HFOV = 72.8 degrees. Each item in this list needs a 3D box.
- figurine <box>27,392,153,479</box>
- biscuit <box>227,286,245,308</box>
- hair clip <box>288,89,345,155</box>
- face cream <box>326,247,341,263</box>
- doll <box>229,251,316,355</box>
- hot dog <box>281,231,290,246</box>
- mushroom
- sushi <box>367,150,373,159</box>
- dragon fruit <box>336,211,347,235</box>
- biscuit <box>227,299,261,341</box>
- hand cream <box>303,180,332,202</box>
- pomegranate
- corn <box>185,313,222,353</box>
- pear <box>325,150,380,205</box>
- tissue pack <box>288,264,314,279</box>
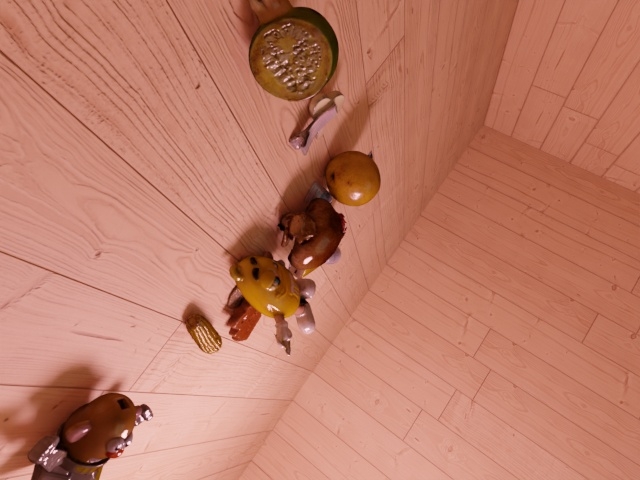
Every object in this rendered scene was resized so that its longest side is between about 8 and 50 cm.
[{"bbox_3d":[-0.577,0.505,1.091,0.285,0.167,0.342,-52,-178,5],"label":"figurine"},{"bbox_3d":[-0.286,0.194,1.542,0.120,0.015,0.120,-48,158,-26],"label":"biscuit"},{"bbox_3d":[-0.004,-0.357,1.316,0.218,0.071,0.159,-51,162,-3],"label":"hair clip"},{"bbox_3d":[0.042,0.066,2.012,0.095,0.091,0.091,-16,135,-50],"label":"face cream"},{"bbox_3d":[-0.137,0.199,1.509,0.161,0.348,0.423,-27,178,18],"label":"doll"},{"bbox_3d":[-0.126,-0.005,1.615,0.037,0.021,0.083,-36,150,-43],"label":"hot dog"},{"bbox_3d":[-0.030,-0.021,1.538,0.283,0.195,0.263,9,106,-61],"label":"mushroom"},{"bbox_3d":[0.196,-0.272,1.943,0.210,0.040,0.193,-55,160,-8],"label":"sushi"},{"bbox_3d":[0.032,-0.045,1.777,0.166,0.136,0.133,-42,173,16],"label":"dragon fruit"},{"bbox_3d":[-0.272,0.281,1.651,0.284,0.043,0.306,-45,162,-50],"label":"biscuit"},{"bbox_3d":[-0.002,-0.168,1.636,0.142,0.053,0.084,14,108,-58],"label":"hand cream"},{"bbox_3d":[-0.076,-0.431,0.945,0.190,0.241,0.159,-46,-154,36],"label":"pomegranate"},{"bbox_3d":[-0.379,0.303,1.403,0.080,0.080,0.231,-49,156,-22],"label":"corn"},{"bbox_3d":[0.114,-0.229,1.586,0.209,0.209,0.209,-47,157,-27],"label":"pear"},{"bbox_3d":[-0.048,0.076,1.825,0.169,0.082,0.120,-31,148,-51],"label":"tissue pack"}]
